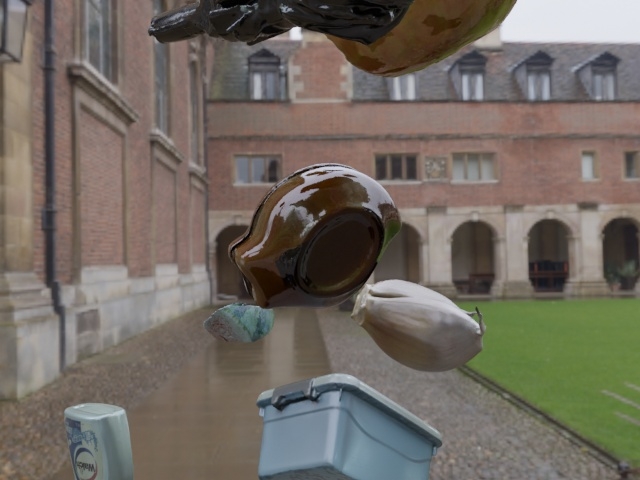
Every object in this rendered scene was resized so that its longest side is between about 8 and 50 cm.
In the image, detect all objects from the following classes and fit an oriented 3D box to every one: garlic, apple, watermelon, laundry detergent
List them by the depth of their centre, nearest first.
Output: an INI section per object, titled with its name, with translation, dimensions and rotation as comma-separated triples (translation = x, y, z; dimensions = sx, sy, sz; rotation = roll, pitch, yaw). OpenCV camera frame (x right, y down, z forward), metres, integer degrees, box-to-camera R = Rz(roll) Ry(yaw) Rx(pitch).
[apple]
translation = 0.111, -0.389, 0.898
dimensions = 0.314, 0.309, 0.252
rotation = -30, 9, 7
[watermelon]
translation = -0.161, 0.177, 1.418
dimensions = 0.180, 0.081, 0.094
rotation = 5, -13, -40
[laundry detergent]
translation = -0.524, 0.536, 1.586
dimensions = 0.215, 0.280, 0.105
rotation = -4, 2, 42
[garlic]
translation = 0.280, 0.191, 1.703
dimensions = 0.340, 0.245, 0.231
rotation = -2, 36, 31

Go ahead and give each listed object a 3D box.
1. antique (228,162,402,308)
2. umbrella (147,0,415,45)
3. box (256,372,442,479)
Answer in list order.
[antique]
translation = 0.000, 0.000, 1.059
dimensions = 0.278, 0.223, 0.129
rotation = -26, 30, -16
[umbrella]
translation = -0.052, -0.236, 0.658
dimensions = 0.340, 0.118, 0.118
rotation = -1, -1, 40
[box]
translation = 0.035, 0.262, 0.850
dimensions = 0.162, 0.130, 0.227
rotation = -22, -48, 36
